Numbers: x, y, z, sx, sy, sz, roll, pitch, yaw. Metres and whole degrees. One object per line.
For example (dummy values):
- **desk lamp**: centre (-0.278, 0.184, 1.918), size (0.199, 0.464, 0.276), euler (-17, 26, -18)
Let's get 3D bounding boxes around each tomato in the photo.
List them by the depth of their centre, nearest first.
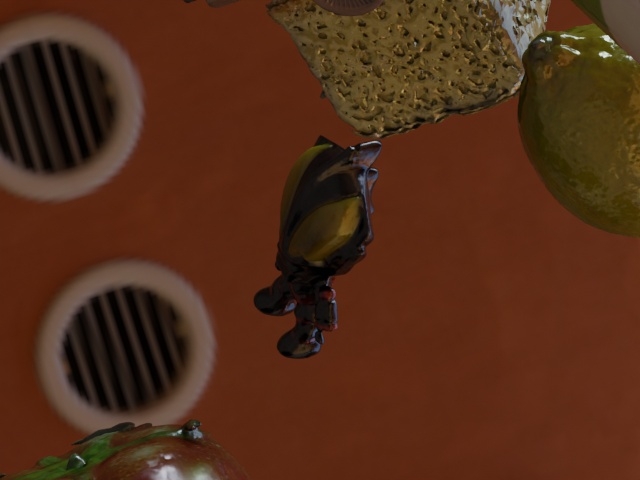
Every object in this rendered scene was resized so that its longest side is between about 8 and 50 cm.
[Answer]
- **tomato**: centre (-0.192, 0.309, 1.698), size (0.303, 0.303, 0.239), euler (-1, -72, 70)

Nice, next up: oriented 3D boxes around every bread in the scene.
- **bread**: centre (0.107, -0.303, 1.967), size (0.248, 0.279, 0.315), euler (55, 26, -30)

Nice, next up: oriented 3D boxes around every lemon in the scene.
- **lemon**: centre (0.270, -0.101, 1.641), size (0.248, 0.184, 0.184), euler (34, -8, -20)

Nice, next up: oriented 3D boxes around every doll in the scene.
- **doll**: centre (-0.002, 0.002, 1.699), size (0.127, 0.088, 0.249), euler (42, -45, 16)

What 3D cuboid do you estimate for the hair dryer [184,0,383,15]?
- **hair dryer**: centre (-0.021, -0.193, 1.216), size (0.181, 0.117, 0.064), euler (-12, -52, 30)

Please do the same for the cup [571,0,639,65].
- **cup**: centre (0.151, -0.198, 0.746), size (0.253, 0.253, 0.274), euler (97, -30, -50)
